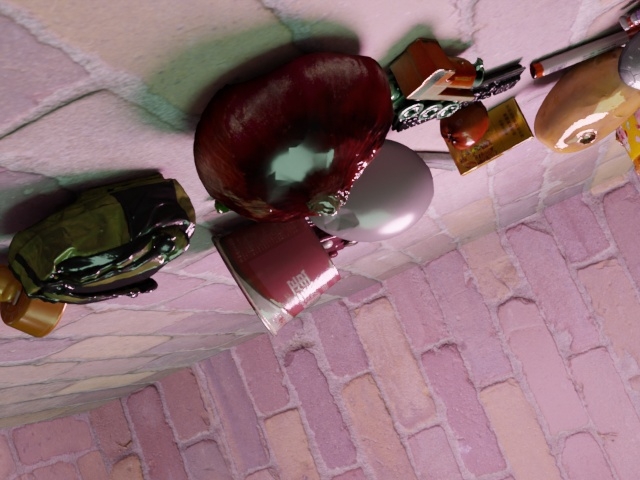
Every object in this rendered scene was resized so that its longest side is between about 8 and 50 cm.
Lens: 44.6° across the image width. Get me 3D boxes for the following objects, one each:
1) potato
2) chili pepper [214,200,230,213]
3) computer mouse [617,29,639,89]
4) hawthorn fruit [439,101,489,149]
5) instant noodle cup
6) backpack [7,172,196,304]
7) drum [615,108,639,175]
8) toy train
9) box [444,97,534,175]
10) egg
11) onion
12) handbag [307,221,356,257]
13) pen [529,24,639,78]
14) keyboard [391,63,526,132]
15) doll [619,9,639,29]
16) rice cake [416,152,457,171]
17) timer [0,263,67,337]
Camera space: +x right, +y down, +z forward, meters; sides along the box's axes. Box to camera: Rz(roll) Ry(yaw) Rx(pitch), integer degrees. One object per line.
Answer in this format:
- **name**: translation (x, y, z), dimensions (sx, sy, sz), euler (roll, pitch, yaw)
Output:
- **potato**: translation (0.489, -0.251, 1.412), dimensions (0.150, 0.146, 0.234), euler (30, 138, -17)
- **chili pepper**: translation (-0.144, -0.076, 1.291), dimensions (0.055, 0.035, 0.118), euler (-37, 178, -20)
- **computer mouse**: translation (0.591, -0.328, 1.266), dimensions (0.229, 0.113, 0.068), euler (-37, -159, 2)
- **hawthorn fruit**: translation (0.256, -0.208, 1.365), dimensions (0.093, 0.081, 0.081), euler (-47, 174, -14)
- **instant noodle cup**: translation (-0.080, 0.048, 1.541), dimensions (0.178, 0.235, 0.235), euler (-32, 169, -2)
- **backpack**: translation (-0.307, 0.011, 1.109), dimensions (0.253, 0.140, 0.207), euler (-20, 167, -34)
- **drum**: translation (0.801, -0.307, 1.588), dimensions (0.431, 0.214, 0.431), euler (-22, 169, -5)
- **toy train**: translation (0.166, -0.226, 1.110), dimensions (0.176, 0.074, 0.118), euler (-8, 158, -44)
- **box**: translation (0.319, -0.196, 1.489), dimensions (0.156, 0.089, 0.022), euler (-27, 167, 27)
- **egg**: translation (0.076, -0.084, 1.315), dimensions (0.232, 0.176, 0.176), euler (-9, 163, -32)
- **onion**: translation (-0.014, -0.109, 0.990), dimensions (0.272, 0.195, 0.272), euler (-23, 159, -9)
- **handbag**: translation (0.001, 0.003, 1.829), dimensions (0.216, 0.074, 0.203), euler (-17, 168, -25)
- **pen**: translation (0.466, -0.326, 1.323), dimensions (0.239, 0.028, 0.028), euler (-21, 169, -5)
- **keyboard**: translation (0.227, -0.235, 1.295), dimensions (0.230, 0.025, 0.094), euler (-21, 171, -6)
- **doll**: translation (0.563, -0.374, 1.169), dimensions (0.102, 0.075, 0.227), euler (-32, -173, -41)
- **rice cake**: translation (0.237, -0.164, 1.615), dimensions (0.033, 0.033, 0.207), euler (-32, 165, 33)
- **timer**: translation (-0.473, 0.067, 1.171), dimensions (0.132, 0.132, 0.152), euler (-31, 143, 35)
